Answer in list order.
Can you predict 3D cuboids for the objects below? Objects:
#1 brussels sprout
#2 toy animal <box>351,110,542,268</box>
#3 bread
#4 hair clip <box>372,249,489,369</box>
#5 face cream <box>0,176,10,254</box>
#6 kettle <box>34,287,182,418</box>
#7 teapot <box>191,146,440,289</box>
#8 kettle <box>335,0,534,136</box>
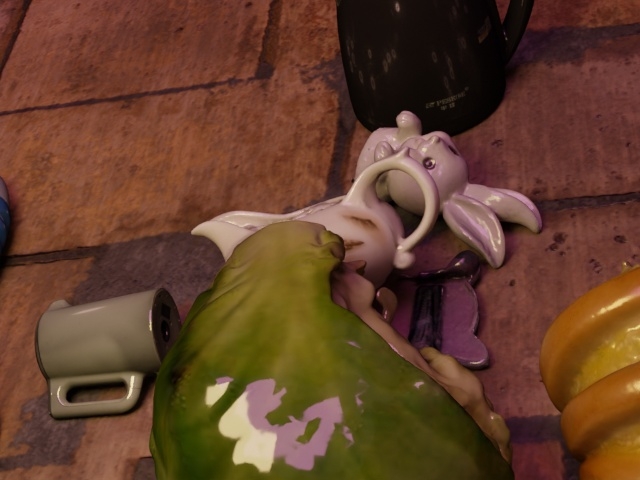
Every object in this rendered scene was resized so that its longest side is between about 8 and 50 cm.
[{"bbox_3d":[-0.011,0.165,1.137,0.315,0.276,0.371,-29,50,0],"label":"brussels sprout"},{"bbox_3d":[0.148,-0.068,1.457,0.221,0.130,0.104,21,40,31],"label":"toy animal"},{"bbox_3d":[0.362,0.126,1.116,0.316,0.211,0.270,-15,43,7],"label":"bread"},{"bbox_3d":[0.108,0.092,1.361,0.146,0.056,0.187,-9,34,11],"label":"hair clip"},{"bbox_3d":[-0.480,0.000,1.618,0.149,0.083,0.264,-6,43,11],"label":"face cream"},{"bbox_3d":[-0.238,0.125,1.415,0.148,0.126,0.098,-10,11,12],"label":"kettle"},{"bbox_3d":[0.000,0.000,1.381,0.298,0.139,0.204,-17,4,21],"label":"teapot"},{"bbox_3d":[0.146,-0.307,1.585,0.269,0.290,0.207,-15,41,1],"label":"kettle"}]
